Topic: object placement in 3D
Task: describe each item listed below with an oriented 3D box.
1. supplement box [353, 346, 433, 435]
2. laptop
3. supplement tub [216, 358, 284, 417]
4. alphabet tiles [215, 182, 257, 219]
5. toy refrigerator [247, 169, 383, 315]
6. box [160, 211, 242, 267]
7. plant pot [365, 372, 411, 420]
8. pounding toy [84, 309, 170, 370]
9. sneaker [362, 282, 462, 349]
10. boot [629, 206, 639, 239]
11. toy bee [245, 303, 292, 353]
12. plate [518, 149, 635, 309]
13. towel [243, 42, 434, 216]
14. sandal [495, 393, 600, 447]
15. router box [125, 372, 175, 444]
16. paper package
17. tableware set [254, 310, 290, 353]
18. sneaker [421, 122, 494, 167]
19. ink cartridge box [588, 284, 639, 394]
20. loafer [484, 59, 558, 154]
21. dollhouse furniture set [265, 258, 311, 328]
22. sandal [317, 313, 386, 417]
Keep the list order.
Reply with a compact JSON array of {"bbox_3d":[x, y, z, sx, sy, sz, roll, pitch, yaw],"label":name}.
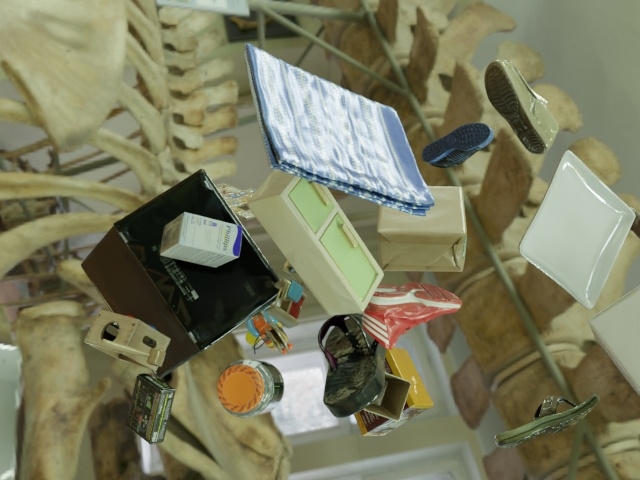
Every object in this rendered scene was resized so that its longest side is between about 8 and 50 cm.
[{"bbox_3d":[0.193,0.450,1.943,0.129,0.194,0.191,21,38,-53],"label":"supplement box"},{"bbox_3d":[-0.368,0.097,1.703,0.382,0.408,0.236,55,-11,0],"label":"laptop"},{"bbox_3d":[-0.145,0.306,1.357,0.190,0.117,0.117,61,18,-76],"label":"supplement tub"},{"bbox_3d":[-0.235,-0.120,1.888,0.237,0.198,0.009,22,-63,30],"label":"alphabet tiles"},{"bbox_3d":[0.000,0.000,1.146,0.269,0.094,0.102,55,47,-23],"label":"toy refrigerator"},{"bbox_3d":[-0.257,0.001,1.408,0.126,0.137,0.072,-22,-122,56],"label":"box"},{"bbox_3d":[0.161,0.407,1.750,0.109,0.109,0.096,-70,-162,-9],"label":"plant pot"},{"bbox_3d":[-0.416,0.217,1.461,0.181,0.206,0.094,51,54,-53],"label":"pounding toy"},{"bbox_3d":[0.185,0.162,1.382,0.087,0.221,0.128,-122,-139,-66],"label":"sneaker"},{"bbox_3d":[0.831,-0.020,1.741,0.106,0.037,0.114,-56,-142,22],"label":"boot"},{"bbox_3d":[-0.173,0.308,2.191,0.162,0.195,0.298,44,35,-27],"label":"toy bee"},{"bbox_3d":[0.590,-0.021,1.520,0.278,0.277,0.045,-61,-156,-13],"label":"plate"},{"bbox_3d":[0.037,-0.173,1.041,0.040,0.336,0.243,-39,-128,36],"label":"towel"},{"bbox_3d":[0.578,0.444,1.667,0.120,0.303,0.086,92,-21,-56],"label":"sandal"},{"bbox_3d":[-0.360,0.355,1.384,0.092,0.038,0.122,20,-82,39],"label":"router box"},{"bbox_3d":[0.359,-0.050,2.329,0.325,0.310,0.168,-76,163,-54],"label":"paper package"},{"bbox_3d":[-0.150,0.214,1.679,0.194,0.039,0.128,51,-15,23],"label":"tableware set"},{"bbox_3d":[0.400,-0.264,1.842,0.232,0.090,0.081,-16,-112,46],"label":"sneaker"},{"bbox_3d":[0.800,0.282,1.555,0.285,0.166,0.395,58,13,25],"label":"ink cartridge box"},{"bbox_3d":[0.512,-0.346,1.657,0.268,0.092,0.102,56,-23,-13],"label":"loafer"},{"bbox_3d":[-0.013,0.105,1.479,0.129,0.129,0.183,-26,-146,43],"label":"dollhouse furniture set"},{"bbox_3d":[0.065,0.235,1.467,0.107,0.168,0.446,56,7,-10],"label":"sandal"}]
